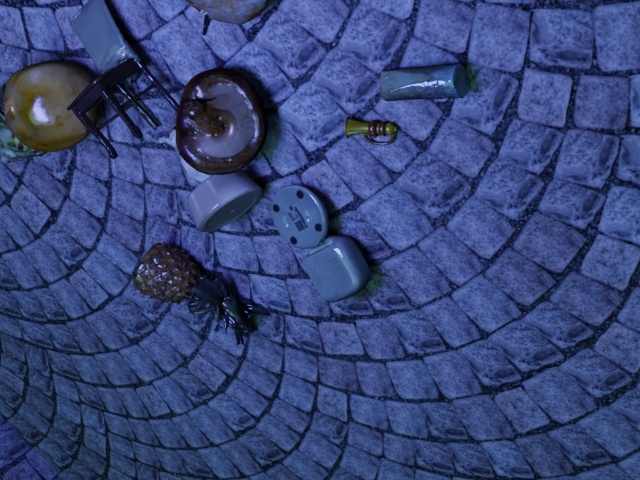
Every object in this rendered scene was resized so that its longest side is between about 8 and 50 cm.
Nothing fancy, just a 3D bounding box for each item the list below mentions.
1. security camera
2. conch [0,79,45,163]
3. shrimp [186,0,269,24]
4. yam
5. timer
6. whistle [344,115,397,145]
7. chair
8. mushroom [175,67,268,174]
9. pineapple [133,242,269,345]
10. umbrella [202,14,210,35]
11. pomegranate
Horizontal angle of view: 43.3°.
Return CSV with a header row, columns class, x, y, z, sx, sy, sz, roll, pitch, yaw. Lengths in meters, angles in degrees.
class,x,y,z,sx,sy,sz,roll,pitch,yaw
security camera,0.000,0.000,1.887,0.157,0.080,0.302,-28,95,42
conch,-0.769,-0.292,2.052,0.124,0.182,0.187,-27,132,34
shrimp,-0.226,-0.590,1.492,0.221,0.110,0.446,6,141,29
yam,0.197,-0.306,1.561,0.169,0.068,0.068,2,122,27
timer,-0.280,-0.173,1.897,0.266,0.175,0.175,55,133,10
whistle,0.107,-0.225,1.687,0.109,0.046,0.057,10,112,16
chair,-0.486,-0.372,1.820,0.160,0.186,0.319,-23,108,48
mushroom,-0.219,-0.259,1.769,0.194,0.138,0.232,15,100,-25
pineapple,-0.307,0.137,2.123,0.364,0.166,0.166,27,132,-1
umbrella,-0.215,-0.536,1.663,0.044,0.044,0.269,12,141,-10
pomegranate,-0.643,-0.321,1.934,0.233,0.233,0.233,15,128,20
